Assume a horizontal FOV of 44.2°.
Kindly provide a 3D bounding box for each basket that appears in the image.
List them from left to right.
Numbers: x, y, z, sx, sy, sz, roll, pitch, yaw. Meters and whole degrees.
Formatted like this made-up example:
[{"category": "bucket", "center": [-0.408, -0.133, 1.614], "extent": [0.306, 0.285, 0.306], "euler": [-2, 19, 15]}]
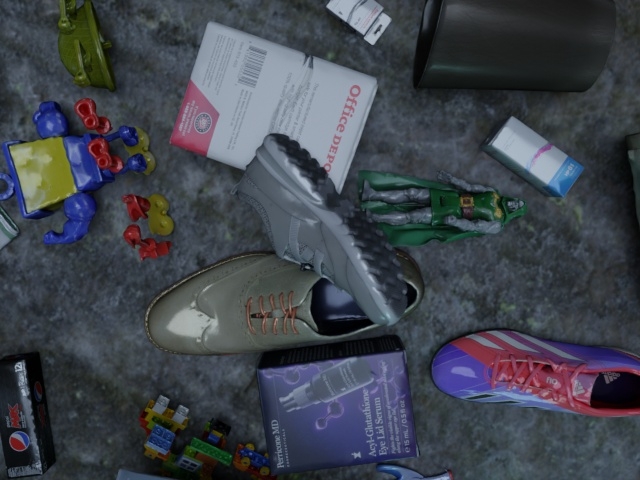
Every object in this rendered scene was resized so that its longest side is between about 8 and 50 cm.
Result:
[{"category": "basket", "center": [0.255, -0.279, 1.043], "extent": [0.227, 0.154, 0.204], "euler": [11, 95, -4]}]

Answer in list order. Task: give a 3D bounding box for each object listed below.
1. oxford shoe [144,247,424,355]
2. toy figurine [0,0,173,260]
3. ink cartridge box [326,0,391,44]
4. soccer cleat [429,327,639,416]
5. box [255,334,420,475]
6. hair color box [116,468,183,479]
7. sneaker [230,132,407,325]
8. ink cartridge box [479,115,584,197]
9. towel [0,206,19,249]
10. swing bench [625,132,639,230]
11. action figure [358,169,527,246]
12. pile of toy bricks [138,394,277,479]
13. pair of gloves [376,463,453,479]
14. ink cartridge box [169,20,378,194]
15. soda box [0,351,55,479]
[{"category": "oxford shoe", "center": [-0.054, 0.080, 1.068], "extent": [0.397, 0.146, 0.140], "euler": [-13, 94, 2]}, {"category": "toy figurine", "center": [-0.360, -0.123, 1.045], "extent": [0.217, 0.191, 0.362], "euler": [-16, 92, 7]}, {"category": "ink cartridge box", "center": [0.055, -0.317, 1.099], "extent": [0.083, 0.028, 0.048], "euler": [36, 94, -2]}, {"category": "soccer cleat", "center": [0.313, 0.188, 1.086], "extent": [0.318, 0.116, 0.109], "euler": [6, 94, 0]}, {"category": "box", "center": [0.023, 0.226, 1.097], "extent": [0.207, 0.108, 0.153], "euler": [-9, 94, 1]}, {"category": "hair color box", "center": [-0.103, 0.430, 1.047], "extent": [0.374, 0.113, 0.185], "euler": [13, 132, -7]}, {"category": "sneaker", "center": [0.000, 0.000, 0.995], "extent": [0.115, 0.105, 0.281], "euler": [-44, 76, 24]}, {"category": "ink cartridge box", "center": [0.286, -0.114, 1.080], "extent": [0.122, 0.088, 0.052], "euler": [34, 94, -2]}, {"category": "towel", "center": [-0.524, -0.008, 1.130], "extent": [0.152, 0.023, 0.113], "euler": [-37, 92, 3]}, {"category": "swing bench", "center": [0.543, -0.038, 1.050], "extent": [0.254, 0.165, 0.253], "euler": [-10, 94, 7]}, {"category": "action figure", "center": [0.172, -0.047, 1.092], "extent": [0.232, 0.063, 0.137], "euler": [1, 63, -6]}, {"category": "pile of toy bricks", "center": [-0.174, 0.324, 1.119], "extent": [0.212, 0.118, 0.105], "euler": [30, 127, -10]}, {"category": "pair of gloves", "center": [0.133, 0.417, 1.152], "extent": [0.159, 0.023, 0.198], "euler": [-12, 94, 1]}, {"category": "ink cartridge box", "center": [-0.060, -0.172, 1.074], "extent": [0.237, 0.100, 0.172], "euler": [19, 95, 0]}, {"category": "soda box", "center": [-0.425, 0.249, 1.127], "extent": [0.053, 0.060, 0.169], "euler": [-7, 93, 0]}]
